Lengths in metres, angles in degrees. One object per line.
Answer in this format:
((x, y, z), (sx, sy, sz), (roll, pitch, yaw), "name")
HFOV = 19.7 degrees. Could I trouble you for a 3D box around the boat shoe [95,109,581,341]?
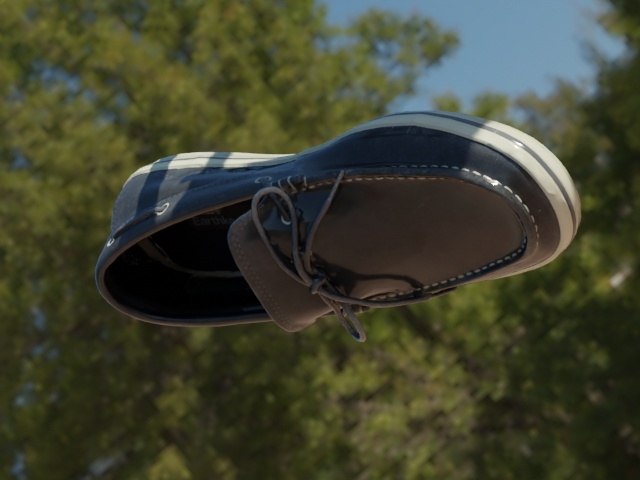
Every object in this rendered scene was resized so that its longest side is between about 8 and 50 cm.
((0.000, 0.000, 1.644), (0.500, 0.187, 0.156), (-4, 38, 35), "boat shoe")
